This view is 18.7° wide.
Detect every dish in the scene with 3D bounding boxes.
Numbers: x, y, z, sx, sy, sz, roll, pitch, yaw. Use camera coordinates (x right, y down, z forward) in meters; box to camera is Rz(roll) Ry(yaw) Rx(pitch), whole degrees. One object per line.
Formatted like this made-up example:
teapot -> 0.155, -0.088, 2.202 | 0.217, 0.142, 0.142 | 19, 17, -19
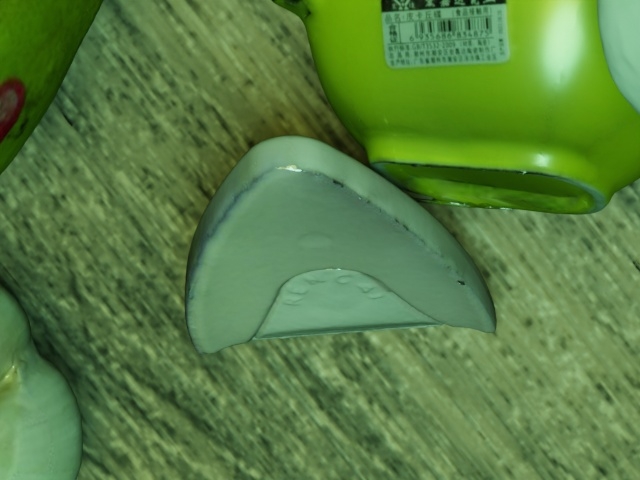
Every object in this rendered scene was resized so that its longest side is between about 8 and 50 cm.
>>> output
dish -> 0.102, -0.081, 1.168 | 0.262, 0.221, 0.108 | 7, 79, 15

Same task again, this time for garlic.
garlic -> -0.252, 0.110, 1.269 | 0.185, 0.203, 0.281 | -10, 96, -8

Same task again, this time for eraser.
eraser -> 0.000, -0.001, 1.216 | 0.204, 0.243, 0.059 | -4, 60, 8

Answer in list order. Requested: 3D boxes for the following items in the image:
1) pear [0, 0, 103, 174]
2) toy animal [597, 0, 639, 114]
pear -> -0.265, -0.162, 1.179 | 0.287, 0.287, 0.375 | 44, 77, -2
toy animal -> 0.312, -0.135, 1.073 | 0.357, 0.194, 0.258 | -29, 119, -24
